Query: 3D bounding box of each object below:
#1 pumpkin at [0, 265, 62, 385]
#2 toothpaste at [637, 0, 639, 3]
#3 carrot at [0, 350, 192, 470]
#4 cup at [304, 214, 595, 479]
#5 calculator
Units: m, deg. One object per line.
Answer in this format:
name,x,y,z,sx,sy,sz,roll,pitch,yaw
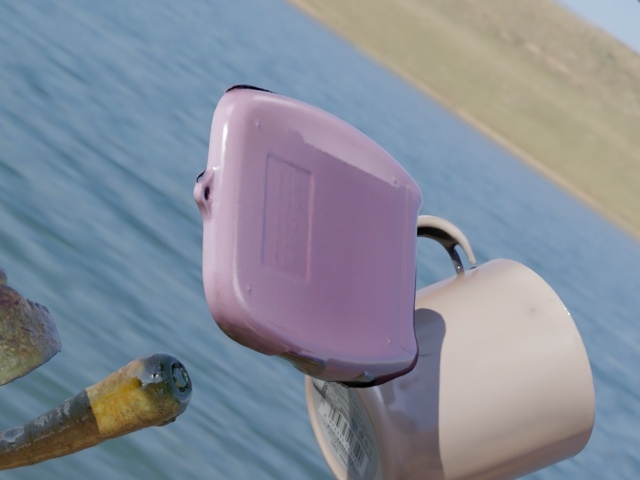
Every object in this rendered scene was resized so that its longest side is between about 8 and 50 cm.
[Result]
pumpkin,-0.380,0.080,1.573,0.254,0.130,0.149,-12,11,-10
toothpaste,0.375,-0.301,1.310,0.100,0.323,0.066,47,8,-36
carrot,-0.273,0.198,1.775,0.078,0.298,0.078,57,19,-32
cup,0.096,0.107,1.477,0.191,0.200,0.252,-31,-103,65
calculator,0.001,0.000,1.179,0.043,0.194,0.294,-5,-15,30
